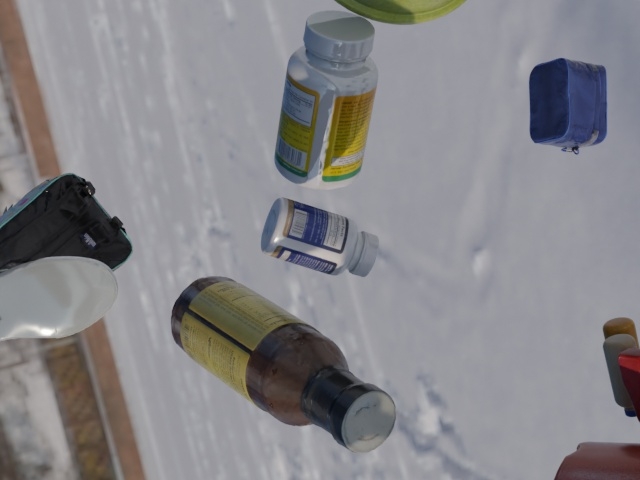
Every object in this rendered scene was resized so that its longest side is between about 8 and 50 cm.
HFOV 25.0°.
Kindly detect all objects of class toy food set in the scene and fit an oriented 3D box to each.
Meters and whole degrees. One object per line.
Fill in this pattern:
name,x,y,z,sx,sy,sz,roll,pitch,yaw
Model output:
toy food set,0.414,0.161,1.681,0.232,0.111,0.105,2,112,50

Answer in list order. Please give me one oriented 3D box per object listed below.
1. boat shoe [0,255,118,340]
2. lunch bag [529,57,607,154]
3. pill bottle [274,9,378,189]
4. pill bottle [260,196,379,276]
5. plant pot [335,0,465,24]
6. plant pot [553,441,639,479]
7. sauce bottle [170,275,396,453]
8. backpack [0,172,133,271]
boat shoe,-0.299,0.059,1.385,0.070,0.219,0.078,-92,-13,-75
lunch bag,0.263,-0.139,1.509,0.067,0.065,0.099,-4,84,59
pill bottle,0.010,-0.180,1.833,0.118,0.117,0.208,-117,30,-51
pill bottle,0.000,0.000,1.585,0.067,0.120,0.067,-162,90,-76
plant pot,0.124,-0.433,1.728,0.254,0.276,0.276,141,114,-70
plant pot,0.408,0.342,1.617,0.265,0.272,0.273,2,113,34
sauce bottle,-0.044,0.138,1.590,0.344,0.111,0.111,30,136,52
backpack,-0.390,0.016,2.049,0.166,0.188,0.144,53,149,-15
